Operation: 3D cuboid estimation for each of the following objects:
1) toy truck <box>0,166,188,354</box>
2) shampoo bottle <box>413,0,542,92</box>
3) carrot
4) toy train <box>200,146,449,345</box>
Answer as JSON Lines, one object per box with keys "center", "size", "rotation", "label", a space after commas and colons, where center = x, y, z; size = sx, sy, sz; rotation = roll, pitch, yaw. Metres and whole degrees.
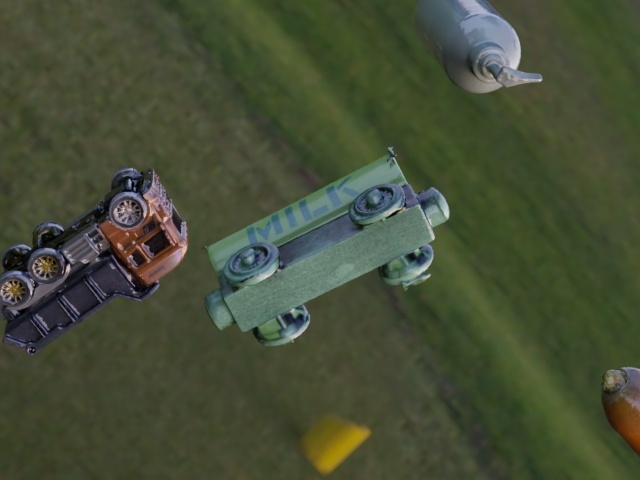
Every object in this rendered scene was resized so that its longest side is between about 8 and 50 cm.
{"center": [-0.207, 0.021, 1.632], "size": [0.092, 0.192, 0.083], "rotation": [53, 7, -19], "label": "toy truck"}
{"center": [0.103, -0.132, 1.234], "size": [0.056, 0.056, 0.195], "rotation": [41, 10, -16], "label": "shampoo bottle"}
{"center": [0.338, 0.198, 1.586], "size": [0.271, 0.066, 0.062], "rotation": [41, -7, -15], "label": "carrot"}
{"center": [0.000, 0.000, 1.794], "size": [0.105, 0.253, 0.157], "rotation": [61, 4, -30], "label": "toy train"}
